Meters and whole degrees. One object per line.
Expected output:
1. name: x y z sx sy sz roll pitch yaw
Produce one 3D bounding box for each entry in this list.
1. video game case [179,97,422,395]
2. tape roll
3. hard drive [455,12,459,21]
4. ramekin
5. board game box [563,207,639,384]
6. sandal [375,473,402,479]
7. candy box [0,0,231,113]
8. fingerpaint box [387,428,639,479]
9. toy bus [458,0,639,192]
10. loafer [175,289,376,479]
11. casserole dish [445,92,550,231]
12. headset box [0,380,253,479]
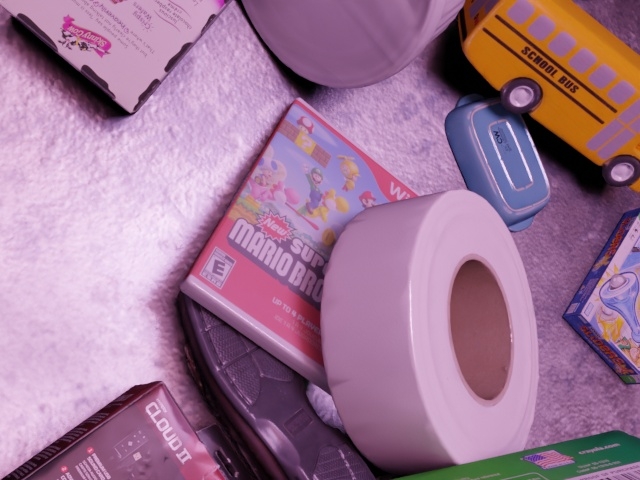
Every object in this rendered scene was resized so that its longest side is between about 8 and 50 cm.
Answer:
1. video game case: 0.000 0.000 0.818 0.204 0.025 0.285 37 49 -14
2. tape roll: 0.122 0.095 0.791 0.286 0.100 0.286 19 66 -51
3. hard drive: 0.248 -0.314 1.053 0.094 0.022 0.135 43 64 -11
4. ramekin: 0.042 -0.307 0.823 0.127 0.273 0.273 -34 94 -40
5. board game box: 0.422 0.072 1.043 0.136 0.035 0.201 44 64 -11
6. sandal: 0.101 0.379 0.791 0.086 0.120 0.302 -24 95 9
7. candy box: -0.170 -0.262 0.762 0.159 0.071 0.233 41 89 -13
8. fingerpaint box: 0.113 0.386 0.624 0.445 0.163 0.371 -7 97 -19
9. toy bus: 0.321 -0.199 0.979 0.333 0.130 0.108 31 35 -18
10. loafer: -0.060 0.169 0.748 0.109 0.095 0.302 -14 64 -54
11. casserole dish: 0.231 -0.104 0.991 0.114 0.037 0.188 -21 87 -29
12. headset box: -0.182 0.275 0.662 0.293 0.110 0.218 -35 95 -28
